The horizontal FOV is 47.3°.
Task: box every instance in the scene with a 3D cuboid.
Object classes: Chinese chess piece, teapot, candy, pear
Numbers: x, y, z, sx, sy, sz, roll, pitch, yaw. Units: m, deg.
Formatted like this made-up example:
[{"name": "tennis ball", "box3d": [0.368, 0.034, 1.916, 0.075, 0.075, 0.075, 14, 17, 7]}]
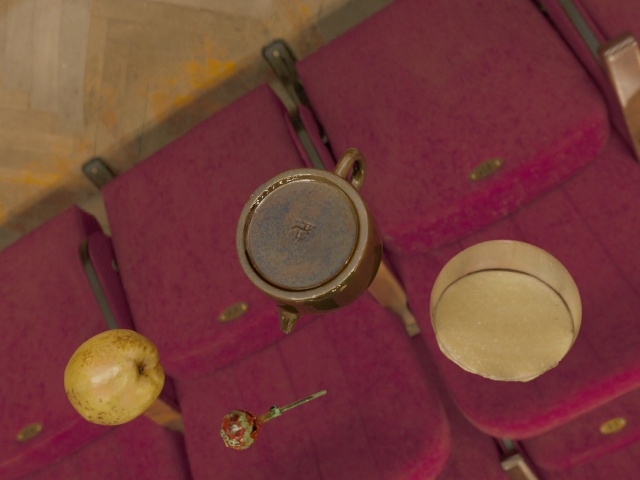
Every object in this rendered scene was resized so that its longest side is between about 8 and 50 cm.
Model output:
[{"name": "Chinese chess piece", "box3d": [0.419, 0.162, 1.673, 0.337, 0.140, 0.338, 8, 122, 12]}, {"name": "teapot", "box3d": [0.000, 0.000, 1.004, 0.268, 0.185, 0.175, -63, 162, -8]}, {"name": "candy", "box3d": [-0.098, 0.382, 1.637, 0.287, 0.078, 0.084, -17, 124, -37]}, {"name": "pear", "box3d": [-0.362, 0.241, 1.307, 0.177, 0.178, 0.178, -7, 132, -8]}]
